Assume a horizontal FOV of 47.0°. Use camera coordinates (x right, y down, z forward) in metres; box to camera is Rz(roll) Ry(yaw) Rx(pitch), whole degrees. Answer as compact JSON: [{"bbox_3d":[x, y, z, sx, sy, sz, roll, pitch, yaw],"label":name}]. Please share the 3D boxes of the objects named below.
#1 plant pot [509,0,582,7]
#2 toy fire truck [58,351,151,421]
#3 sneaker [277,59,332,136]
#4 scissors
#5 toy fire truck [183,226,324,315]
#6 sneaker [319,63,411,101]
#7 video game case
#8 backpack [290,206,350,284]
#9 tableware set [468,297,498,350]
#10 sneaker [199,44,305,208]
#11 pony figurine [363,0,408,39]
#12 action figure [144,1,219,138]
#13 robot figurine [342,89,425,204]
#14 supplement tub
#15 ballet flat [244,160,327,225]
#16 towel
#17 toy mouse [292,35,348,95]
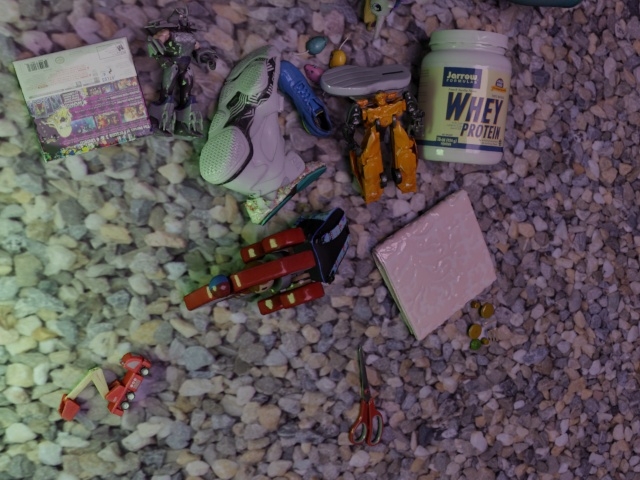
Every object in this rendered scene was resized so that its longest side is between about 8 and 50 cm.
[{"bbox_3d":[0.547,-0.747,1.941,0.255,0.271,0.272,-8,103,-13],"label":"plant pot"},{"bbox_3d":[-0.484,0.328,1.656,0.135,0.047,0.192,33,82,-29],"label":"toy fire truck"},{"bbox_3d":[-0.034,-0.343,1.772,0.069,0.082,0.209,-39,114,-16],"label":"sneaker"},{"bbox_3d":[0.136,0.434,2.049,0.109,0.021,0.297,1,98,-27],"label":"scissors"},{"bbox_3d":[-0.153,0.093,1.664,0.254,0.302,0.169,-18,87,-31],"label":"toy fire truck"},{"bbox_3d":[0.109,-0.378,1.835,0.258,0.094,0.091,-9,144,-28],"label":"sneaker"},{"bbox_3d":[-0.484,-0.292,1.520,0.232,0.042,0.210,-18,107,-14],"label":"video game case"},{"bbox_3d":[0.000,0.000,1.830,0.173,0.117,0.158,-54,139,-42],"label":"backpack"},{"bbox_3d":[0.481,0.251,2.211,0.104,0.024,0.154,-20,109,-22],"label":"tableware set"},{"bbox_3d":[-0.133,-0.255,1.692,0.210,0.137,0.366,36,63,-41],"label":"sneaker"},{"bbox_3d":[0.180,-0.690,1.716,0.302,0.363,0.351,-2,85,-22],"label":"pony figurine"},{"bbox_3d":[-0.304,-0.368,1.595,0.185,0.099,0.285,-9,112,-46],"label":"action figure"},{"bbox_3d":[0.157,-0.242,1.845,0.211,0.085,0.291,-14,122,-10],"label":"robot figurine"},{"bbox_3d":[0.368,-0.365,1.908,0.235,0.235,0.325,0,99,-30],"label":"supplement tub"},{"bbox_3d":[-0.088,-0.133,1.784,0.077,0.091,0.241,46,68,6],"label":"ballet flat"},{"bbox_3d":[0.328,0.067,2.071,0.332,0.053,0.317,-34,115,-20],"label":"towel"},{"bbox_3d":[-0.001,-0.441,1.800,0.143,0.031,0.161,11,94,-31],"label":"toy mouse"}]
